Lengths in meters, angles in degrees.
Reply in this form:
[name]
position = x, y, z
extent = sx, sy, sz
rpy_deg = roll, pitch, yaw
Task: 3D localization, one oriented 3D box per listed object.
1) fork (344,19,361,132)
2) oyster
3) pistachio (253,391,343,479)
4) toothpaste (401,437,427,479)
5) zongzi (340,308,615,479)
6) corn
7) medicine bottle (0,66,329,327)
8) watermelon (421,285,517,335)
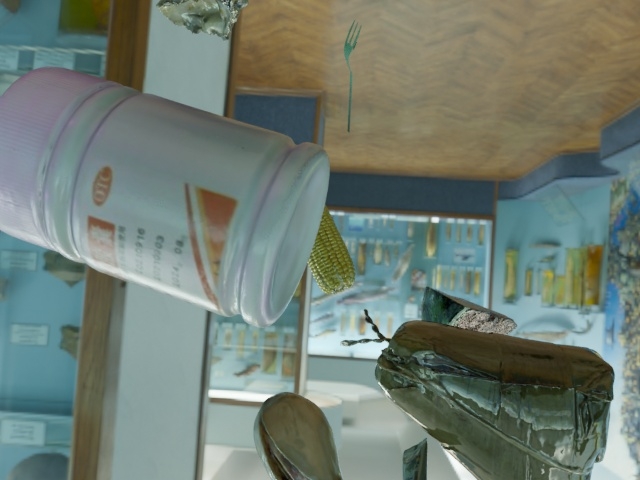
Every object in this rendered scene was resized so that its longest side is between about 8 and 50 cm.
[fork]
position = 0.056, -0.311, 1.217
extent = 0.021, 0.235, 0.039
rpy_deg = -11, -137, -16
[oyster]
position = -0.241, -0.526, 1.361
extent = 0.166, 0.110, 0.341
rpy_deg = 39, 160, -22
[pistachio]
position = -0.042, 0.353, 1.064
extent = 0.144, 0.144, 0.215
rpy_deg = 6, -152, -29
[toothpaste]
position = 0.177, 0.465, 1.165
extent = 0.037, 0.067, 0.255
rpy_deg = 44, -159, -9
[zongzi]
position = 0.252, 0.391, 1.140
extent = 0.500, 0.467, 0.218
rpy_deg = 10, -179, 5
[corn]
position = 0.000, 0.000, 1.353
extent = 0.093, 0.244, 0.093
rpy_deg = -21, 161, -8
[medicine bottle]
position = -0.167, -0.049, 0.668
extent = 0.316, 0.202, 0.202
rpy_deg = 18, 179, 10
[watermelon]
position = 0.293, 0.198, 1.292
extent = 0.202, 0.207, 0.136
rpy_deg = 3, -159, 28
